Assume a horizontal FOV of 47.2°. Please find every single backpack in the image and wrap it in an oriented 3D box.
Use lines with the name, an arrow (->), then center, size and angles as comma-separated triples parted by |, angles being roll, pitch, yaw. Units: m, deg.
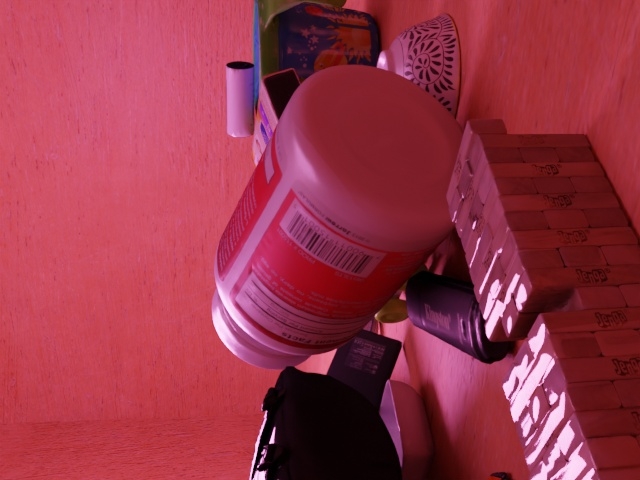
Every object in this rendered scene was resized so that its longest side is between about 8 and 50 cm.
backpack -> 0.001, 0.394, 0.942 | 0.290, 0.273, 0.356 | -107, 37, -69

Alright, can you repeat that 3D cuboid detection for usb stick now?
usb stick -> 0.149, 0.081, 0.838 | 0.278, 0.045, 0.077 | -168, 79, -82

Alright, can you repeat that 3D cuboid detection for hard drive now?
hard drive -> 0.061, 0.204, 1.138 | 0.022, 0.094, 0.135 | 84, -153, -54

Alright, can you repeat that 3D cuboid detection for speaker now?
speaker -> -0.151, -0.269, 1.392 | 0.055, 0.055, 0.136 | -102, 13, -59

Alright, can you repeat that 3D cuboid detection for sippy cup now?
sippy cup -> -0.011, -0.343, 1.374 | 0.305, 0.223, 0.240 | -128, 37, -78

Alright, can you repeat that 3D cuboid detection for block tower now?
block tower -> 0.171, 0.058, 0.495 | 0.091, 0.097, 0.336 | 98, 167, -48

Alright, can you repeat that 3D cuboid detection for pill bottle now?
pill bottle -> 0.000, 0.000, 0.920 | 0.408, 0.228, 0.229 | 125, 148, -48

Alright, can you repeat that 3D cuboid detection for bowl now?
bowl -> 0.121, 0.284, 1.040 | 0.142, 0.053, 0.142 | -100, 12, -47
bowl -> 0.117, -0.206, 0.947 | 0.170, 0.080, 0.170 | 179, 90, -82

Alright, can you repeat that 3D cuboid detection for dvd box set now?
dvd box set -> -0.037, -0.083, 1.312 | 0.420, 0.062, 0.308 | 123, 126, -77

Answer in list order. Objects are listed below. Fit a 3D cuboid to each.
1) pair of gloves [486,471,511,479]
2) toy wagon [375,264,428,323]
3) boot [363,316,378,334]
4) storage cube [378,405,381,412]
pair of gloves -> 0.182, 0.274, 0.729 | 0.074, 0.010, 0.083 | 111, 155, -67
toy wagon -> 0.097, -0.007, 1.154 | 0.344, 0.068, 0.267 | 102, 166, -59
boot -> 0.066, 0.102, 1.330 | 0.086, 0.069, 0.190 | 61, -155, -66
storage cube -> 0.031, 0.332, 1.226 | 0.193, 0.183, 0.215 | 141, 129, -81
